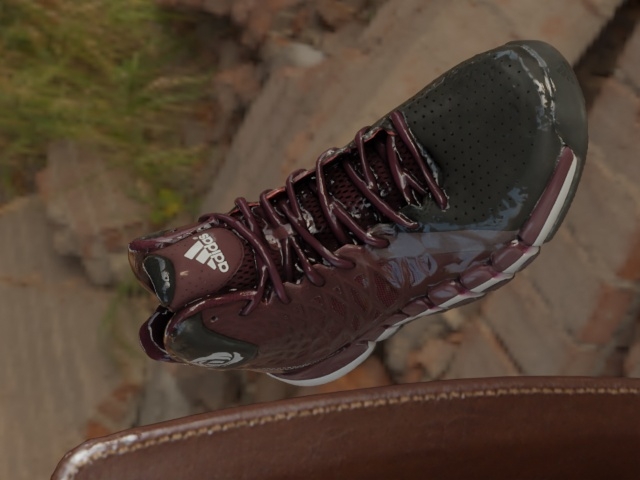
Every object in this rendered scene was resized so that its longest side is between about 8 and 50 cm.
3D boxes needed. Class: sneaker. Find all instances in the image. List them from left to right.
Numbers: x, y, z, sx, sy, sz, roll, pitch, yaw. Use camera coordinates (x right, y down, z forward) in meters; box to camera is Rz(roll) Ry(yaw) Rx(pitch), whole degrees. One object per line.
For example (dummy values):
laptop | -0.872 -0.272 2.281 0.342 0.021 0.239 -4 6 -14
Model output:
sneaker | 0.000 0.000 0.779 0.281 0.163 0.106 -46 57 40

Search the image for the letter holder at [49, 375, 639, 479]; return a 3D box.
letter holder | 0.074 0.158 0.496 0.152 0.302 0.214 -177 86 -69
